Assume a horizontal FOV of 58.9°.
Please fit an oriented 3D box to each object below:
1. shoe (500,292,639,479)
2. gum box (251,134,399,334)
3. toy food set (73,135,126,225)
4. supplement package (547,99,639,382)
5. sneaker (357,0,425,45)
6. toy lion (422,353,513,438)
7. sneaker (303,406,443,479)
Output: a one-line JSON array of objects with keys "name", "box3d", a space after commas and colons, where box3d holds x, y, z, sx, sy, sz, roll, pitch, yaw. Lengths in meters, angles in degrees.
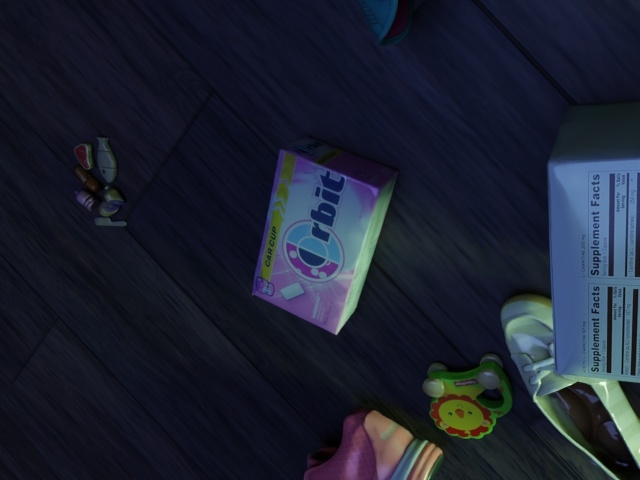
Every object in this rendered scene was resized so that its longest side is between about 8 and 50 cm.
[{"name": "shoe", "box3d": [0.249, 0.145, 0.543, 0.076, 0.058, 0.219, -36, 94, 34]}, {"name": "gum box", "box3d": [0.000, 0.000, 0.599, 0.107, 0.062, 0.188, 23, 121, 16]}, {"name": "toy food set", "box3d": [-0.294, -0.074, 0.738, 0.078, 0.019, 0.122, 2, 113, 26]}, {"name": "supplement package", "box3d": [0.269, -0.011, 0.380, 0.203, 0.194, 0.149, 1, 112, 27]}, {"name": "sneaker", "box3d": [0.013, -0.240, 0.446, 0.295, 0.124, 0.178, -8, 101, 22]}, {"name": "toy lion", "box3d": [0.163, 0.177, 0.620, 0.100, 0.034, 0.096, -19, 110, 32]}, {"name": "sneaker", "box3d": [0.030, 0.333, 0.725, 0.136, 0.116, 0.314, 37, 117, 19]}]
